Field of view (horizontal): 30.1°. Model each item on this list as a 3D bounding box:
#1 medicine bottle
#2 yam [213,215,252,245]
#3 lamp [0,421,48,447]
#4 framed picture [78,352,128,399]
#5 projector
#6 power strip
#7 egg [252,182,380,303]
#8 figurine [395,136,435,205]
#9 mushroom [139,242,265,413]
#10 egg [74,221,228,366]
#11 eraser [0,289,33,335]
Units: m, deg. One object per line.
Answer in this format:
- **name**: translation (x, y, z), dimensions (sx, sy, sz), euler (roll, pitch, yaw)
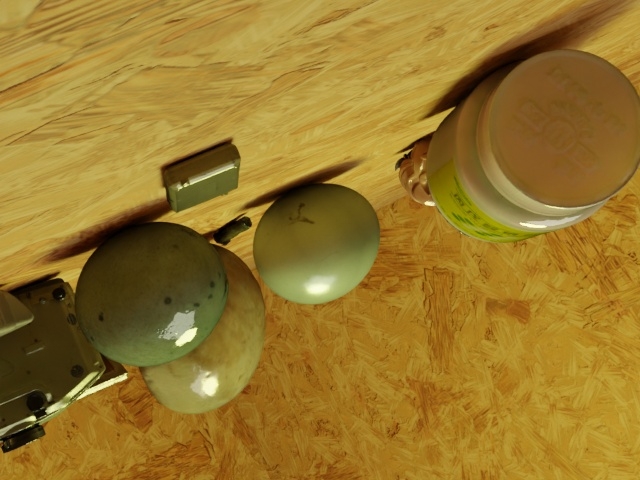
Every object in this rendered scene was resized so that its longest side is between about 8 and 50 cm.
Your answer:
- **medicine bottle**: translation (0.263, -0.112, 1.506), dimensions (0.213, 0.213, 0.378), euler (-23, 177, -5)
- **yam**: translation (-0.139, -0.018, 1.966), dimensions (0.033, 0.027, 0.129), euler (21, 160, -22)
- **lamp**: translation (-0.493, 0.216, 1.718), dimensions (0.223, 0.196, 0.223), euler (12, 163, 4)
- **framed picture**: translation (-0.488, 0.207, 1.910), dimensions (0.289, 0.211, 0.020), euler (-22, 136, -29)
- **projector**: translation (-0.426, 0.180, 1.564), dimensions (0.269, 0.193, 0.088), euler (-23, 177, -20)
- **power strip**: translation (-0.117, -0.060, 1.176), dimensions (0.076, 0.028, 0.169), euler (-23, 176, -9)
- **egg**: translation (0.000, 0.000, 1.867), dimensions (0.183, 0.183, 0.264), euler (-25, -176, 33)
- **figurine**: translation (0.188, -0.115, 1.994), dimensions (0.157, 0.126, 0.114), euler (-10, 124, -87)
- **mushroom**: translation (-0.246, 0.147, 2.058), dimensions (0.290, 0.297, 0.297), euler (5, -172, 21)
- **egg**: translation (-0.204, 0.065, 1.432), dimensions (0.169, 0.169, 0.236), euler (-22, 179, -39)
- **eraser**: translation (-0.439, 0.103, 1.338), dimensions (0.089, 0.061, 0.352), euler (-24, 179, 14)
